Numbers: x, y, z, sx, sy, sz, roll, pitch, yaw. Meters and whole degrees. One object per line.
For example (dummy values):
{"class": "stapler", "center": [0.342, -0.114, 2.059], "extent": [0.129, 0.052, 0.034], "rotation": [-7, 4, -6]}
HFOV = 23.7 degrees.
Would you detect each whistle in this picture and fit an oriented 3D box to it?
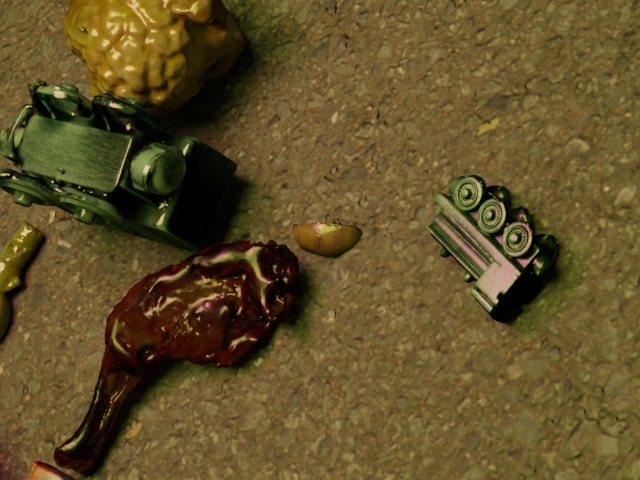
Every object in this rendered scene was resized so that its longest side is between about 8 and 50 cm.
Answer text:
{"class": "whistle", "center": [-0.448, 0.064, 2.097], "extent": [0.104, 0.057, 0.198], "rotation": [30, 80, 27]}

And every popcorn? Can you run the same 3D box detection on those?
{"class": "popcorn", "center": [-0.206, -0.268, 1.969], "extent": [0.251, 0.237, 0.206], "rotation": [-16, 91, 38]}

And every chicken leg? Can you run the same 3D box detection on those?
{"class": "chicken leg", "center": [-0.190, 0.129, 1.878], "extent": [0.407, 0.096, 0.158], "rotation": [-41, 73, 14]}

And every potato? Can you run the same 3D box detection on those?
{"class": "potato", "center": [0.000, 0.000, 1.842], "extent": [0.093, 0.037, 0.036], "rotation": [-2, 73, 32]}

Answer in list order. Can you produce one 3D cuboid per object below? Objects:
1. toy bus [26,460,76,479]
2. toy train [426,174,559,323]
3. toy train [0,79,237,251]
{"class": "toy bus", "center": [-0.358, 0.375, 1.893], "extent": [0.077, 0.065, 0.192], "rotation": [18, 80, 26]}
{"class": "toy train", "center": [0.186, 0.002, 1.702], "extent": [0.111, 0.071, 0.170], "rotation": [-52, 52, 12]}
{"class": "toy train", "center": [-0.265, -0.086, 1.922], "extent": [0.299, 0.238, 0.167], "rotation": [16, 80, 39]}
